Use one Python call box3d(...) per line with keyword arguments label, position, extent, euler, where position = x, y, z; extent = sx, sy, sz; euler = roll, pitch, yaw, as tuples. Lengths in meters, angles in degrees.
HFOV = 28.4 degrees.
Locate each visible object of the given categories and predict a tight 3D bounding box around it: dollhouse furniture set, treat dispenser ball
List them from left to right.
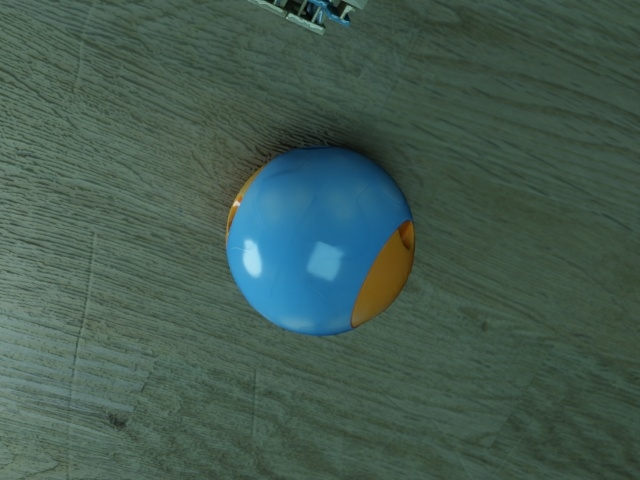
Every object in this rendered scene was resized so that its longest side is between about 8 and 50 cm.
box3d(label="dollhouse furniture set", position=(-0.021, -0.356, 1.761), extent=(0.129, 0.184, 0.129), euler=(22, 116, -18))
box3d(label="treat dispenser ball", position=(0.000, 0.000, 1.912), extent=(0.288, 0.288, 0.288), euler=(-3, 120, -5))
